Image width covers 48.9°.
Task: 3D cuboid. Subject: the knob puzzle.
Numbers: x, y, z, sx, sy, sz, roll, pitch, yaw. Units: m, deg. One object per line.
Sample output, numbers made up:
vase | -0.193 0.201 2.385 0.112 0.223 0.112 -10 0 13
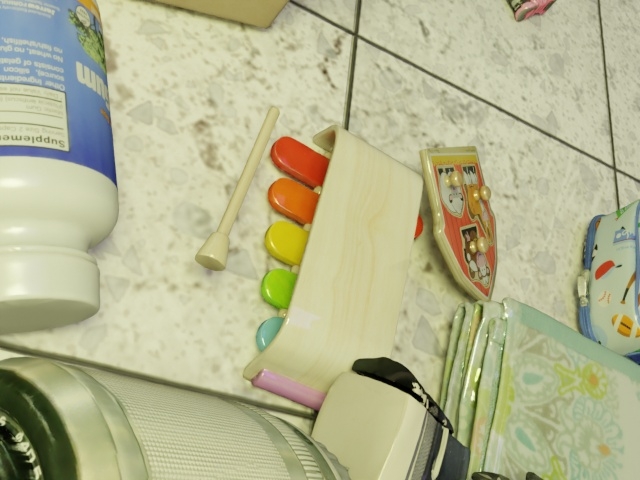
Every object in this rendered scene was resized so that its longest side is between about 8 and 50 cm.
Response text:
knob puzzle | 0.185 -0.019 0.842 0.213 0.030 0.213 27 57 -51

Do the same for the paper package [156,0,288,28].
paper package | -0.128 -0.377 0.656 0.325 0.309 0.168 4 66 -32

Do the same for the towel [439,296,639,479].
towel | 0.282 0.268 0.796 0.375 0.090 0.320 27 61 -21

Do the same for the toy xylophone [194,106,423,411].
toy xylophone | 0.000 0.000 0.724 0.236 0.081 0.322 35 56 -16

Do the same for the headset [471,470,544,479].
headset | 0.195 0.406 0.592 0.243 0.185 0.394 -6 96 -30

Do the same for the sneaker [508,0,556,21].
sneaker | 0.344 -0.396 1.141 0.119 0.047 0.057 -26 74 -39

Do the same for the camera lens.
camera lens | -0.117 0.199 0.431 0.274 0.219 0.219 30 53 -51

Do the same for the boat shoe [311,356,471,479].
boat shoe | 0.029 0.285 0.604 0.158 0.127 0.340 45 67 -39

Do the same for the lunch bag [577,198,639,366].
lunch bag | 0.486 0.096 0.982 0.303 0.115 0.243 28 60 -22

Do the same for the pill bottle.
pill bottle | -0.241 -0.071 0.555 0.152 0.152 0.272 0 71 -33
